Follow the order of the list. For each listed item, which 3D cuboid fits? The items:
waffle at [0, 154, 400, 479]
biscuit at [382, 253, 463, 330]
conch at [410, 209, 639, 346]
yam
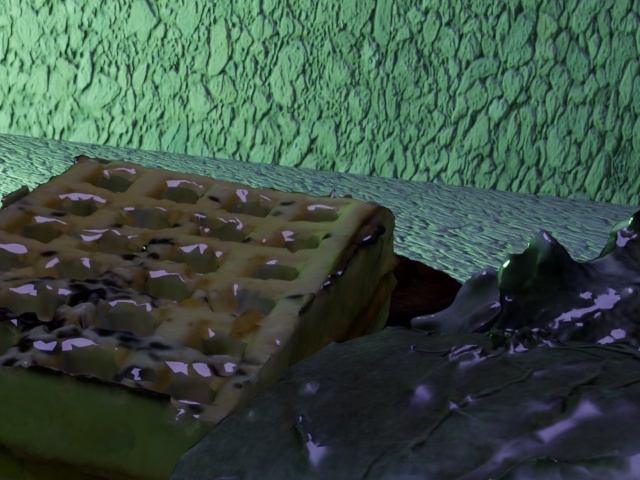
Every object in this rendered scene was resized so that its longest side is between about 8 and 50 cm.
[{"bbox_3d":[-0.115,0.048,0.768,0.261,0.114,0.376,13,21,13],"label":"waffle"},{"bbox_3d":[-0.056,0.048,1.141,0.407,0.091,0.407,9,9,-1],"label":"biscuit"},{"bbox_3d":[0.136,0.087,0.824,0.241,0.186,0.313,-24,8,39],"label":"conch"},{"bbox_3d":[0.098,0.128,0.404,0.271,0.201,0.202,-2,-36,27],"label":"yam"}]
